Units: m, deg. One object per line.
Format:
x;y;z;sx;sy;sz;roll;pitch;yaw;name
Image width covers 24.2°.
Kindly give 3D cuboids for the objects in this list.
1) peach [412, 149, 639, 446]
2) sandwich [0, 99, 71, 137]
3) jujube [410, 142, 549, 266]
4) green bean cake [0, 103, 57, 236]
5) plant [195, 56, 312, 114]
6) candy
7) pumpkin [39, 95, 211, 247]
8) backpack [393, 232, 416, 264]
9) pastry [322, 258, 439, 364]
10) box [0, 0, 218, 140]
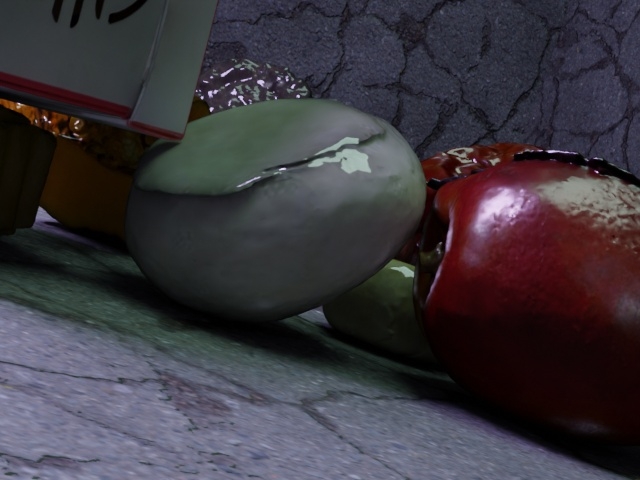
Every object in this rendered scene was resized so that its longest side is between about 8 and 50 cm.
0.237;0.085;1.337;0.361;0.201;0.258;31;-27;-7;peach
-0.454;-0.177;1.960;0.301;0.162;0.250;35;33;-28;sandwich
0.248;-0.006;2.048;0.276;0.277;0.376;21;18;33;jujube
-0.379;-0.087;1.327;0.224;0.131;0.229;19;4;19;green bean cake
-0.106;-0.125;2.352;0.215;0.213;0.312;20;-31;13;plant
-0.043;-0.027;1.388;0.295;0.185;0.295;-9;23;4;candy
-0.218;-0.099;1.566;0.139;0.190;0.280;26;-6;12;pumpkin
0.000;-0.002;1.770;0.229;0.139;0.229;16;24;-7;backpack
0.080;0.068;1.521;0.156;0.092;0.156;22;-1;1;pastry
-0.282;-0.287;1.305;0.312;0.315;0.300;17;3;34;box
